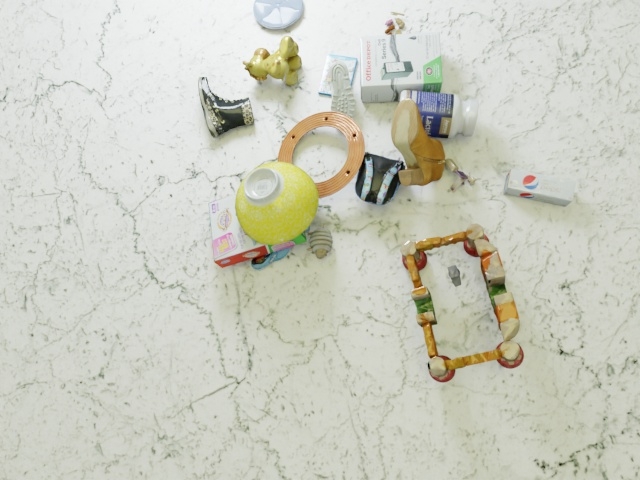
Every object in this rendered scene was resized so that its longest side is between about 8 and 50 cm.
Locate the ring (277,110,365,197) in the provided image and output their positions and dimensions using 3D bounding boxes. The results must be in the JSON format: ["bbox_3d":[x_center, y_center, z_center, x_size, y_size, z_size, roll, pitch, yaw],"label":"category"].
[{"bbox_3d":[0.001,-0.302,1.875,0.336,0.032,0.337,-7,72,21],"label":"ring"}]

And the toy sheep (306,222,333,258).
[{"bbox_3d":[0.000,0.000,1.817,0.091,0.091,0.132,-2,71,5],"label":"toy sheep"}]

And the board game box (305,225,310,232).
[{"bbox_3d":[-0.083,-0.108,1.879,0.103,0.026,0.154,5,77,6],"label":"board game box"}]

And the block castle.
[{"bbox_3d":[0.441,0.194,1.667,0.302,0.213,0.454,-16,69,14],"label":"block castle"}]

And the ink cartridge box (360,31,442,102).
[{"bbox_3d":[0.287,-0.626,1.918,0.289,0.121,0.211,-2,76,6],"label":"ink cartridge box"}]

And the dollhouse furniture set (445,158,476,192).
[{"bbox_3d":[0.470,-0.224,1.863,0.081,0.091,0.114,-54,46,32],"label":"dollhouse furniture set"}]

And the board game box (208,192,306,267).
[{"bbox_3d":[-0.222,-0.065,1.811,0.316,0.064,0.242,-17,62,11],"label":"board game box"}]

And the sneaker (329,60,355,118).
[{"bbox_3d":[0.079,-0.532,1.926,0.090,0.095,0.235,-1,104,2],"label":"sneaker"}]

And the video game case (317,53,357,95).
[{"bbox_3d":[0.066,-0.622,1.994,0.119,0.015,0.166,11,78,8],"label":"video game case"}]

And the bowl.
[{"bbox_3d":[-0.164,-0.148,1.703,0.289,0.156,0.290,-8,64,16],"label":"bowl"}]

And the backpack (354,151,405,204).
[{"bbox_3d":[0.200,-0.198,1.826,0.158,0.117,0.173,16,78,9],"label":"backpack"}]

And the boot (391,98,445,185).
[{"bbox_3d":[0.339,-0.331,1.773,0.104,0.211,0.295,11,113,42],"label":"boot"}]

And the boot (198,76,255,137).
[{"bbox_3d":[-0.353,-0.516,1.975,0.178,0.085,0.237,-15,82,0],"label":"boot"}]

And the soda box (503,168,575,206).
[{"bbox_3d":[0.742,-0.179,1.794,0.216,0.069,0.074,13,78,9],"label":"soda box"}]

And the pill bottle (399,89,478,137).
[{"bbox_3d":[0.406,-0.438,1.845,0.264,0.153,0.153,6,77,7],"label":"pill bottle"}]

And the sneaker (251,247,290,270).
[{"bbox_3d":[-0.171,0.047,1.826,0.162,0.073,0.063,-37,76,-4],"label":"sneaker"}]

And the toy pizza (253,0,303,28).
[{"bbox_3d":[-0.166,-0.916,2.078,0.201,0.032,0.201,-1,75,5],"label":"toy pizza"}]

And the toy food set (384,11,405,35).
[{"bbox_3d":[0.280,-0.809,2.017,0.077,0.019,0.122,15,86,9],"label":"toy food set"}]

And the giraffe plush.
[{"bbox_3d":[-0.186,-0.649,1.953,0.170,0.181,0.210,10,60,20],"label":"giraffe plush"}]
